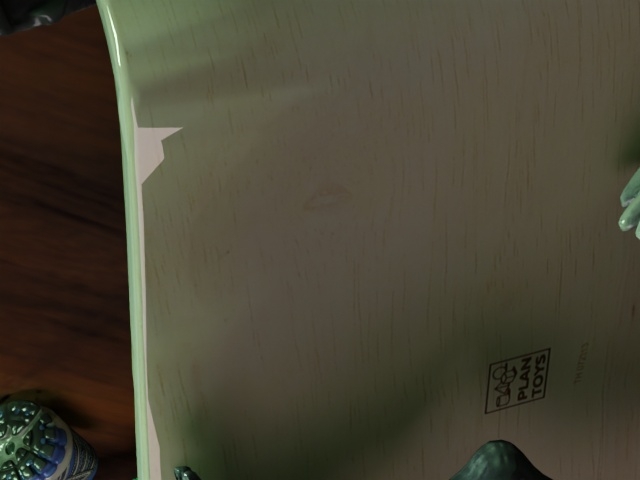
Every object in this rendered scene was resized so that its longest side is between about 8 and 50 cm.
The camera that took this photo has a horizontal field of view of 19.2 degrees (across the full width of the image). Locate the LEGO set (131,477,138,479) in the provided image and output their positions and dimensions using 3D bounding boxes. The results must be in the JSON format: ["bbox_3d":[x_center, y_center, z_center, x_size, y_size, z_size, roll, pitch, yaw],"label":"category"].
[{"bbox_3d":[-0.078,0.260,0.959,0.255,0.192,0.331,-9,153,17],"label":"LEGO set"}]

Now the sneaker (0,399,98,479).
[{"bbox_3d":[-0.161,0.116,0.877,0.135,0.052,0.058,-17,153,27],"label":"sneaker"}]

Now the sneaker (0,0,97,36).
[{"bbox_3d":[-0.158,-0.094,0.502,0.271,0.100,0.108,-9,-174,-4],"label":"sneaker"}]

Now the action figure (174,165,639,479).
[{"bbox_3d":[0.112,0.073,0.480,0.275,0.164,0.141,-17,135,-10],"label":"action figure"}]

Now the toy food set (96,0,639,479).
[{"bbox_3d":[0.036,0.015,0.562,0.219,0.092,0.306,-13,128,-19],"label":"toy food set"}]
